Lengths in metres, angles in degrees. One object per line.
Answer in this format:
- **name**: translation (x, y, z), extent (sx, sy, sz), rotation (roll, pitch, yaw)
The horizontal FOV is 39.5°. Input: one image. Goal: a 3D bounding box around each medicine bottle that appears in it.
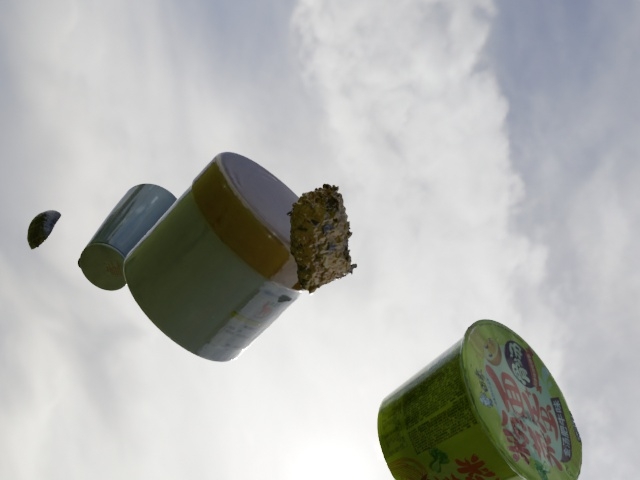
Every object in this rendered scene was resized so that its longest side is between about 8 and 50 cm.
- **medicine bottle**: translation (-0.135, 0.026, 1.340), extent (0.232, 0.238, 0.238), rotation (-46, -125, 17)

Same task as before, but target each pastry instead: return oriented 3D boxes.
- **pastry**: translation (0.000, 0.000, 1.095), extent (0.056, 0.080, 0.140), rotation (-108, -177, -54)

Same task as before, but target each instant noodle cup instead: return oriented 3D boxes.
- **instant noodle cup**: translation (0.254, 0.312, 1.482), extent (0.221, 0.311, 0.311), rotation (-35, -114, 32)

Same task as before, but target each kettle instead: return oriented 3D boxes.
- **kettle**: translation (-0.380, 0.002, 1.902), extent (0.211, 0.243, 0.159), rotation (2, -60, 16)

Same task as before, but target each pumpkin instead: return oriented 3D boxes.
- **pumpkin**: translation (-0.441, -0.023, 1.406), extent (0.050, 0.028, 0.083), rotation (-25, -143, 22)
